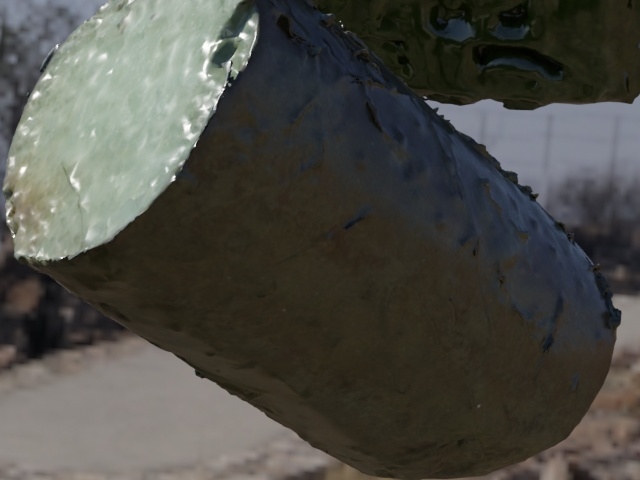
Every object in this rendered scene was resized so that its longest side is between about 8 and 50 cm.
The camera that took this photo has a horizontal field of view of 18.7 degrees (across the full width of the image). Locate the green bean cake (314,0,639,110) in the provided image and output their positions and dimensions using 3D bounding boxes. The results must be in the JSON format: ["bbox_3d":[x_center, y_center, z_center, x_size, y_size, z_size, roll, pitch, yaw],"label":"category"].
[{"bbox_3d":[0.093,-0.215,1.195,0.250,0.247,0.156,8,30,15],"label":"green bean cake"}]

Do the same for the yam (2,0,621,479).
[{"bbox_3d":[0.000,0.000,0.891,0.168,0.168,0.304,7,-21,42],"label":"yam"}]
